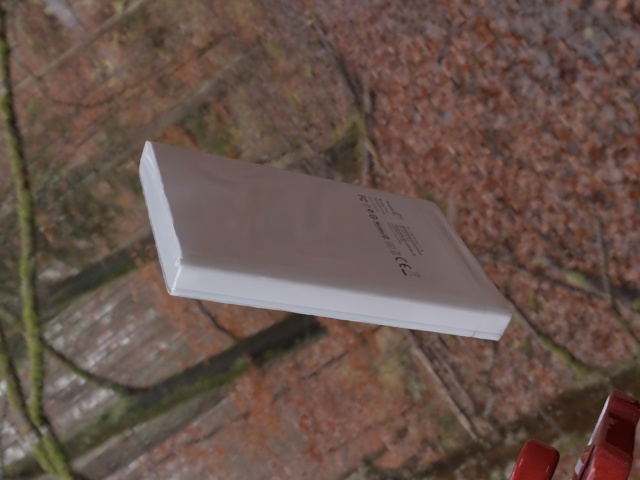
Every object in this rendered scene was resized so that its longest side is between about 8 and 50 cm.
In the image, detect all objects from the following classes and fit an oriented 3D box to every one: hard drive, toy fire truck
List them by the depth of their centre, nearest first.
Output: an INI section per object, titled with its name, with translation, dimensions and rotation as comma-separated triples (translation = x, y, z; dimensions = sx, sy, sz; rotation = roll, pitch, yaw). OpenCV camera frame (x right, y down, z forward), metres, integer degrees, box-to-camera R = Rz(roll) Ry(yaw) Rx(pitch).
[hard drive]
translation = 0.000, 0.000, 1.012
dimensions = 0.352, 0.047, 0.233
rotation = 11, -151, -25
[toy fire truck]
translation = 0.279, 0.331, 1.070
dimensions = 0.169, 0.302, 0.254
rotation = 21, -166, 18
